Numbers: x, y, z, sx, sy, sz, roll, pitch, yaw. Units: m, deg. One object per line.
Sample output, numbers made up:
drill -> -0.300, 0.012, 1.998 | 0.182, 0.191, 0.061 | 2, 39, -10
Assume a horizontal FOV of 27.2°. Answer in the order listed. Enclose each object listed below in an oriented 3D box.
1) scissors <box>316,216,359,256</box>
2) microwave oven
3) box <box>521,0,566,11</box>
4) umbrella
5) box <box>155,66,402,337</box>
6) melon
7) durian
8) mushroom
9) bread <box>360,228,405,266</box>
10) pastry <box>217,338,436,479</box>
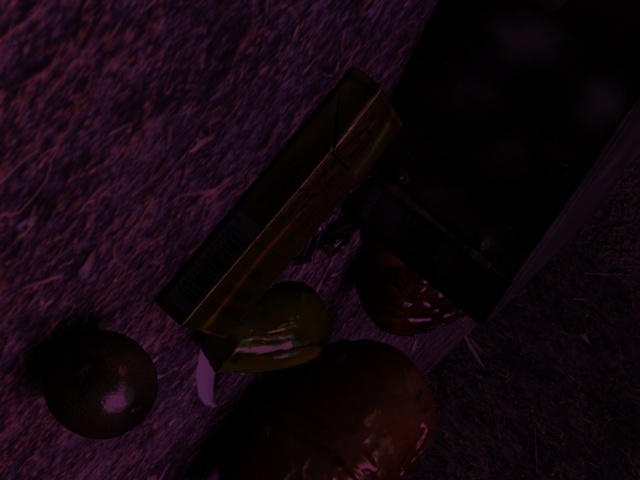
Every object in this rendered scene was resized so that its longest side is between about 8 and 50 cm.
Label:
scissors -> 0.000, 0.000, 1.658 | 0.088, 0.017, 0.220 | -51, 167, 23
microwave oven -> 0.267, -0.172, 1.560 | 0.374, 0.236, 0.432 | -38, 163, -41
box -> 0.221, -0.327, 1.211 | 0.210, 0.129, 0.148 | -52, 167, 7
umbrella -> -0.007, -0.024, 1.493 | 0.188, 0.050, 0.046 | -49, 145, 0
box -> -0.035, -0.032, 1.389 | 0.311, 0.043, 0.173 | -50, 166, 0
melon -> -0.197, 0.132, 1.203 | 0.099, 0.099, 0.162 | -48, 168, -7
durian -> -0.060, 0.105, 1.592 | 0.139, 0.101, 0.250 | -16, 179, 22
mushroom -> 0.168, 0.045, 1.982 | 0.253, 0.153, 0.253 | -20, 158, -9
bread -> 0.110, -0.009, 1.760 | 0.114, 0.077, 0.189 | -13, -167, 3
pastry -> 0.001, 0.325, 2.071 | 0.409, 0.245, 0.409 | -44, 163, -17
